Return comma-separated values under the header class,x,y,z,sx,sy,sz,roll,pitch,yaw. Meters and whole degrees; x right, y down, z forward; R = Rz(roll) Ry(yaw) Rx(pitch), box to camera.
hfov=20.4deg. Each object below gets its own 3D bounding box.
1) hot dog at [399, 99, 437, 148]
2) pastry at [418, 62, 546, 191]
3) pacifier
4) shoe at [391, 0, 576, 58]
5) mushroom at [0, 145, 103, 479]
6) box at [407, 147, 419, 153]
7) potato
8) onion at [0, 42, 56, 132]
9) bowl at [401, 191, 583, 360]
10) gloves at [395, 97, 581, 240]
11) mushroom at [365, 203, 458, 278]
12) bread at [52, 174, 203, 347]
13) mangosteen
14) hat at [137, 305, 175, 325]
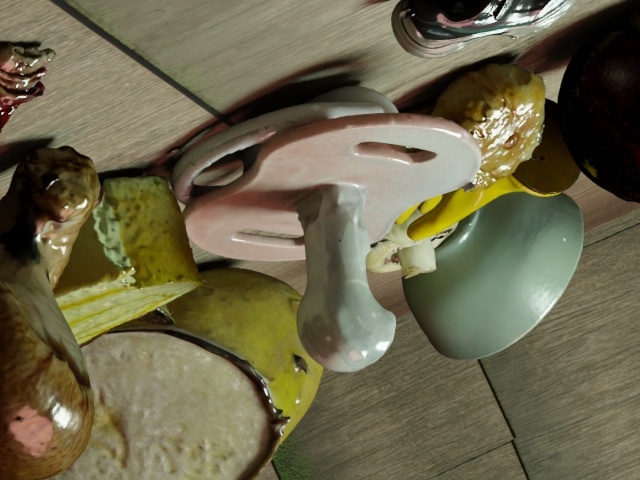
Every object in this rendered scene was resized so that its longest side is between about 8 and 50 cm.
class,x,y,z,sx,sy,sz,roll,pitch,yaw
hot dog,0.129,-0.131,1.941,0.144,0.038,0.062,-20,170,-28
pastry,0.175,-0.123,1.886,0.153,0.081,0.153,-19,143,-15
pacifier,0.010,-0.026,1.712,0.220,0.273,0.332,-38,-177,-42
shoe,0.141,-0.207,1.446,0.169,0.071,0.099,-19,168,-7
mushroom,-0.272,0.082,1.439,0.254,0.267,0.267,-18,170,-12
box,0.177,-0.135,2.098,0.156,0.022,0.089,-29,171,27
potato,-0.192,0.168,2.291,0.397,0.290,0.296,-7,-155,16
onion,-0.316,0.005,1.204,0.349,0.159,0.267,-25,174,11
bowl,0.213,0.010,2.495,0.289,0.146,0.289,-36,-149,26
gloves,0.178,-0.071,2.110,0.133,0.116,0.294,-3,167,-32
mushroom,0.117,-0.008,2.371,0.154,0.122,0.154,-22,164,-7
bread,-0.247,0.031,1.668,0.257,0.124,0.186,-24,165,6
mangosteen,0.377,-0.167,1.928,0.228,0.228,0.265,-14,127,-48
hat,-0.222,0.039,1.985,0.146,0.067,0.146,17,167,4
